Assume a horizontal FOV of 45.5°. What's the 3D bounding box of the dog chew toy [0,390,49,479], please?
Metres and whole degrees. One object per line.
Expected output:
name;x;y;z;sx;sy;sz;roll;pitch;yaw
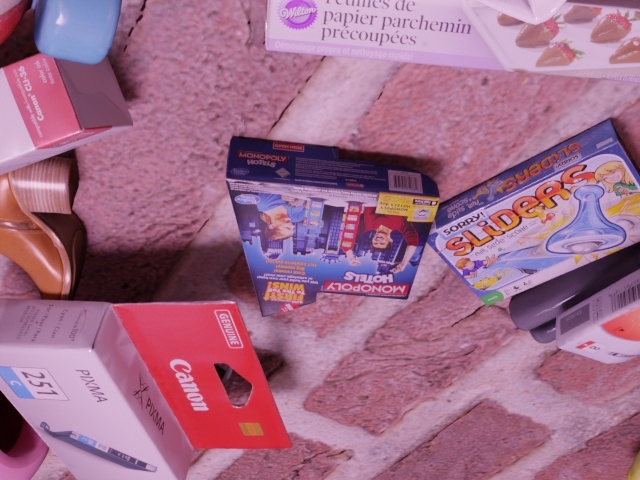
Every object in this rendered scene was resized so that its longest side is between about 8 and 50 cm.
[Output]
dog chew toy;-0.484;0.217;0.898;0.332;0.206;0.206;-8;136;20

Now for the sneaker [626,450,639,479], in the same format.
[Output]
sneaker;0.466;0.209;0.941;0.147;0.145;0.384;30;139;14

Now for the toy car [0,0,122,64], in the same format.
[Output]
toy car;-0.267;-0.166;0.503;0.219;0.210;0.238;7;151;-27

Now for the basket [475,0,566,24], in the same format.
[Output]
basket;0.133;-0.243;0.475;0.113;0.103;0.167;17;133;-16

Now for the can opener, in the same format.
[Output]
can opener;0.325;0.038;0.778;0.280;0.093;0.074;-30;129;34

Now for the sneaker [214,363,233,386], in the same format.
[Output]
sneaker;-0.199;0.138;0.886;0.215;0.083;0.084;-6;137;8

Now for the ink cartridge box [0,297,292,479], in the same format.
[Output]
ink cartridge box;-0.187;0.176;0.819;0.261;0.066;0.296;-1;137;12

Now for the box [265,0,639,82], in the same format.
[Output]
box;0.122;-0.172;0.576;0.324;0.067;0.063;4;135;-4

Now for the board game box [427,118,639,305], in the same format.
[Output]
board game box;0.219;-0.019;0.752;0.201;0.035;0.136;-28;129;26

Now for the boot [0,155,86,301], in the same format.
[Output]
boot;-0.314;-0.009;0.746;0.152;0.073;0.197;5;124;-6

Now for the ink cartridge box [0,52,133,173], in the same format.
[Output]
ink cartridge box;-0.266;-0.087;0.607;0.198;0.115;0.067;-19;99;8

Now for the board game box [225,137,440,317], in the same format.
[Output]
board game box;0.000;0.000;0.757;0.194;0.060;0.194;6;137;-5

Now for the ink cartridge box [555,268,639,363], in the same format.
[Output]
ink cartridge box;0.348;0.091;0.748;0.179;0.045;0.145;22;146;-14
